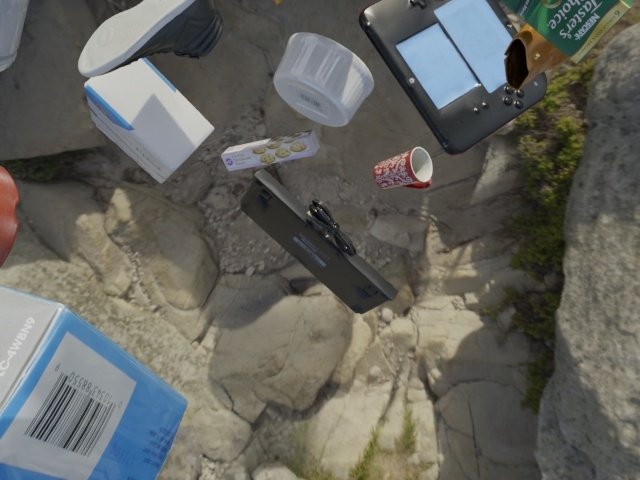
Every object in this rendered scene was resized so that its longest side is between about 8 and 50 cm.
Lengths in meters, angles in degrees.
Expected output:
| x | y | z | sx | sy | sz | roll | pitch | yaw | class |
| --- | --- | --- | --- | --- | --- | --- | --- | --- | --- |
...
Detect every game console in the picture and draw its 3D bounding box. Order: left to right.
| x | y | z | sx | sy | sz | roll | pitch | yaw | class |
| --- | --- | --- | --- | --- | --- | --- | --- | --- | --- |
| 0.315 | -0.424 | 1.230 | 0.342 | 0.060 | 0.387 | -33 | 89 | -23 | game console |

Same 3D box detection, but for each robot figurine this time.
| x | y | z | sx | sy | sz | roll | pitch | yaw | class |
| --- | --- | --- | --- | --- | --- | --- | --- | --- | --- |
| -0.841 | -0.559 | 1.320 | 0.199 | 0.300 | 0.353 | 15 | 129 | -30 | robot figurine |

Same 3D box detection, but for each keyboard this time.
| x | y | z | sx | sy | sz | roll | pitch | yaw | class |
| --- | --- | --- | --- | --- | --- | --- | --- | --- | --- |
| 0.000 | 0.000 | 0.536 | 0.180 | 0.108 | 0.023 | 41 | 62 | -3 | keyboard |

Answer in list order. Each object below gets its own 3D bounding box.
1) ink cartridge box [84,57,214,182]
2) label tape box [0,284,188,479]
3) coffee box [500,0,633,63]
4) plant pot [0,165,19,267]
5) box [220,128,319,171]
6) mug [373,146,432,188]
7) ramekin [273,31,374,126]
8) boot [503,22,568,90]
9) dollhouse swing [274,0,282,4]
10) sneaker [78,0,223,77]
| x | y | z | sx | sy | sz | roll | pitch | yaw | class |
| --- | --- | --- | --- | --- | --- | --- | --- | --- | --- |
| -0.480 | -0.326 | 1.495 | 0.285 | 0.395 | 0.166 | 45 | 76 | -16 | ink cartridge box |
| -0.317 | 0.102 | 0.446 | 0.347 | 0.249 | 0.115 | 12 | 63 | 13 | label tape box |
| 0.389 | -0.390 | 0.871 | 0.184 | 0.040 | 0.113 | 44 | 135 | 5 | coffee box |
| -0.580 | -0.046 | 0.709 | 0.272 | 0.265 | 0.273 | -5 | 78 | 24 | plant pot |
| -0.160 | -0.281 | 1.696 | 0.324 | 0.063 | 0.067 | -5 | 122 | 27 | box |
| 0.274 | -0.215 | 1.776 | 0.169 | 0.113 | 0.150 | -11 | 112 | 47 | mug |
| 0.000 | -0.446 | 1.534 | 0.277 | 0.277 | 0.135 | 29 | 81 | -6 | ramekin |
| 0.427 | -0.416 | 0.952 | 0.211 | 0.295 | 0.104 | -38 | 60 | -14 | boot |
| -0.059 | -0.792 | 1.168 | 0.305 | 0.315 | 0.346 | 41 | 131 | -22 | dollhouse swing |
| -0.313 | -0.378 | 1.037 | 0.295 | 0.147 | 0.105 | -31 | 66 | 9 | sneaker |
